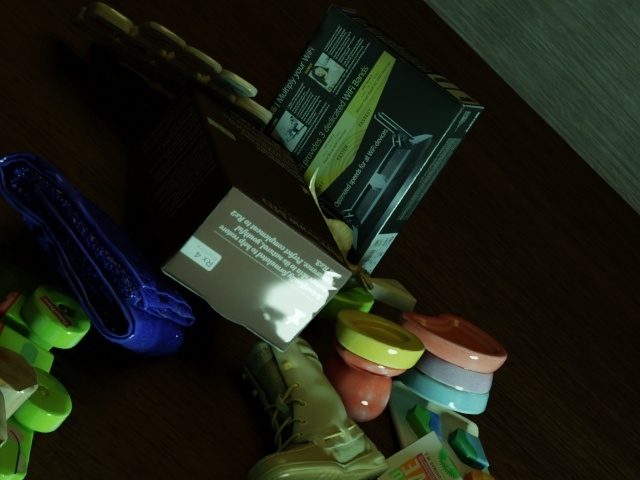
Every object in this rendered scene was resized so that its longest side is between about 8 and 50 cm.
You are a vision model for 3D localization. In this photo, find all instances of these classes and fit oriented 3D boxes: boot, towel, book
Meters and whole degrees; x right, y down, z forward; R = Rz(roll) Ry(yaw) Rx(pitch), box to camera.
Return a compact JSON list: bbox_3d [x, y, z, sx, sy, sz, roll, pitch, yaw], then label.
[{"bbox_3d":[-0.039,0.210,1.759,0.262,0.095,0.203,3,51,-59],"label":"boot"},{"bbox_3d":[-0.230,0.017,1.596,0.228,0.076,0.308,54,-3,8],"label":"towel"},{"bbox_3d":[0.121,0.314,1.912,0.144,0.035,0.096,-22,78,-49],"label":"book"}]

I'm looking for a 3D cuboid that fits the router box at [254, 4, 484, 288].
[{"bbox_3d":[0.038,-0.127,2.046,0.243,0.309,0.081,41,19,19],"label":"router box"}]

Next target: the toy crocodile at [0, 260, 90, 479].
[{"bbox_3d":[-0.302,0.131,1.424,0.105,0.115,0.341,34,27,-20],"label":"toy crocodile"}]

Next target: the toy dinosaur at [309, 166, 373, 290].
[{"bbox_3d":[0.000,0.000,1.972,0.092,0.053,0.183,-37,109,-23],"label":"toy dinosaur"}]

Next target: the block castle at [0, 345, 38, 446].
[{"bbox_3d":[-0.442,0.140,1.081,0.303,0.213,0.453,46,23,3],"label":"block castle"}]

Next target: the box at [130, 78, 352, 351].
[{"bbox_3d":[-0.109,-0.042,1.846,0.191,0.143,0.381,36,14,-26],"label":"box"}]

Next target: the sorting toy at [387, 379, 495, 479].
[{"bbox_3d":[0.179,0.301,2.052,0.193,0.038,0.208,32,30,-33],"label":"sorting toy"}]

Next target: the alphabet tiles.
[{"bbox_3d":[-0.202,-0.232,2.009,0.284,0.021,0.278,32,-10,-23],"label":"alphabet tiles"}]

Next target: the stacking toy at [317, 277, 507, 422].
[{"bbox_3d":[0.078,0.152,2.045,0.309,0.130,0.279,11,17,-43],"label":"stacking toy"}]
